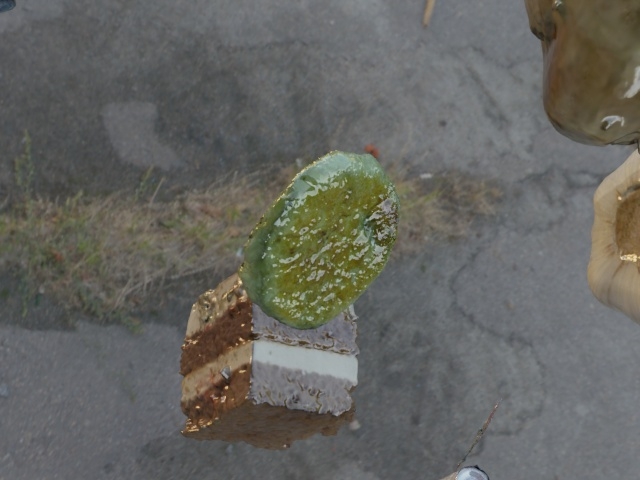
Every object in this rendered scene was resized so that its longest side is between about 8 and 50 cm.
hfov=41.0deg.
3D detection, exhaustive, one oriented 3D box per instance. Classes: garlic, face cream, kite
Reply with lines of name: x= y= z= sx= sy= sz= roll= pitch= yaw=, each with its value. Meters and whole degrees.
garlic: x=0.385 y=0.006 z=0.820 sx=0.226 sy=0.199 sz=0.199 roll=12 pitch=58 yaw=-28
face cream: x=0.220 y=0.420 z=1.401 sx=0.058 sy=0.244 sz=0.092 roll=-34 pitch=73 yaw=-19
kite: x=0.254 y=0.305 z=1.357 sx=0.011 sy=0.157 sz=0.139 roll=35 pitch=87 yaw=13

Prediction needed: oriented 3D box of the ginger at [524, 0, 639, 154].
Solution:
ginger: x=0.269 y=-0.143 z=0.506 sx=0.304 sy=0.155 sz=0.245 roll=27 pitch=84 yaw=5

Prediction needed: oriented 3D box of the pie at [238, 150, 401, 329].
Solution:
pie: x=0.000 y=0.000 z=1.168 sx=0.277 sy=0.277 sz=0.078 roll=-23 pitch=40 yaw=-35

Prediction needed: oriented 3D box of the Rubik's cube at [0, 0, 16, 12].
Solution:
Rubik's cube: x=-0.127 y=-0.197 z=0.225 sx=0.205 sy=0.207 sz=0.205 roll=-23 pitch=77 yaw=-12

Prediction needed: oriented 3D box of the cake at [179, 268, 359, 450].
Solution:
cake: x=-0.101 y=0.217 z=1.584 sx=0.282 sy=0.255 sz=0.290 roll=16 pitch=57 yaw=-37
